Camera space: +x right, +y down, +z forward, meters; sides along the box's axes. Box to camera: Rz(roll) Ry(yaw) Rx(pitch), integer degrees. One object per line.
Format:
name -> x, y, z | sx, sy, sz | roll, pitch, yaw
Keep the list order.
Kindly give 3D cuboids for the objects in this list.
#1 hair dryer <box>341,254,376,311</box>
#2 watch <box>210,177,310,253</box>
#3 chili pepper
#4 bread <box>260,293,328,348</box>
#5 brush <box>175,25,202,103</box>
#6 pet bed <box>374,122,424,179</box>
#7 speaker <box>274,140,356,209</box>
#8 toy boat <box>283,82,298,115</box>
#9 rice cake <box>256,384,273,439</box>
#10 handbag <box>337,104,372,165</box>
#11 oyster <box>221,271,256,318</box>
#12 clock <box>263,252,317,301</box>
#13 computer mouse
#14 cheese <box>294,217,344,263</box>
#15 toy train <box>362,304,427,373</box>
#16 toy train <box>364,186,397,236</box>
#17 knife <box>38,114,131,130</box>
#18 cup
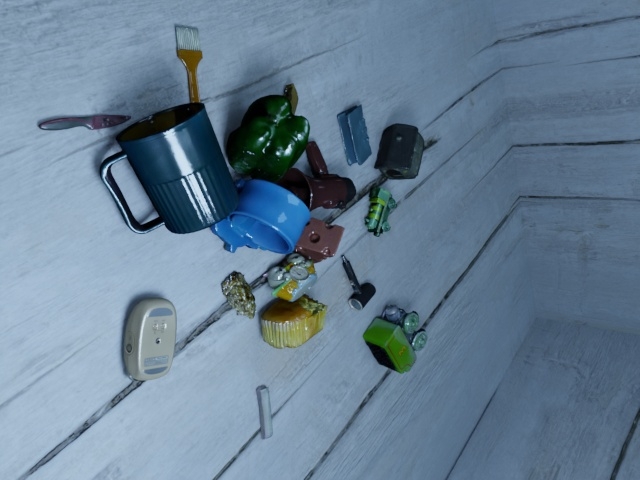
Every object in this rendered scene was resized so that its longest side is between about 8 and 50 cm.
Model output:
hair dryer -> 0.150, 0.160, 2.242 | 0.128, 0.070, 0.255 | -41, 119, -39
watch -> -0.158, -0.048, 1.693 | 0.305, 0.274, 0.241 | 40, 64, -38
chili pepper -> -0.155, -0.316, 1.668 | 0.233, 0.256, 0.249 | 28, 70, -17
bread -> -0.095, 0.276, 1.874 | 0.250, 0.179, 0.133 | -18, 110, -44
brush -> -0.378, -0.468, 1.586 | 0.090, 0.017, 0.314 | -17, 108, -47
pet bed -> 0.336, -0.379, 2.293 | 0.159, 0.183, 0.211 | 27, 74, -49
speaker -> -0.037, -0.204, 1.930 | 0.329, 0.259, 0.198 | -21, 150, -53
toy boat -> -0.130, -0.451, 1.844 | 0.077, 0.057, 0.201 | 27, 74, -41
rice cake -> -0.199, 0.618, 1.911 | 0.047, 0.036, 0.207 | -14, 106, -35
handbag -> 0.147, -0.426, 2.171 | 0.144, 0.057, 0.221 | -40, 123, -44
oyster -> -0.262, 0.189, 1.775 | 0.105, 0.056, 0.177 | -37, 117, -50
clock -> -0.101, 0.125, 1.893 | 0.231, 0.144, 0.103 | -35, 157, -42
computer mouse -> -0.479, 0.277, 1.507 | 0.145, 0.082, 0.237 | 0, 96, -50
cheese -> -0.013, 0.003, 1.969 | 0.177, 0.202, 0.128 | 70, 37, -69
toy train -> 0.346, 0.451, 2.423 | 0.249, 0.173, 0.307 | -50, 130, -25
toy train -> 0.251, -0.122, 2.313 | 0.132, 0.083, 0.200 | 25, 75, -36
knife -> -0.590, -0.299, 1.359 | 0.247, 0.018, 0.035 | -21, 107, -47
cup -> -0.390, -0.175, 1.438 | 0.308, 0.242, 0.292 | -47, 130, -38
